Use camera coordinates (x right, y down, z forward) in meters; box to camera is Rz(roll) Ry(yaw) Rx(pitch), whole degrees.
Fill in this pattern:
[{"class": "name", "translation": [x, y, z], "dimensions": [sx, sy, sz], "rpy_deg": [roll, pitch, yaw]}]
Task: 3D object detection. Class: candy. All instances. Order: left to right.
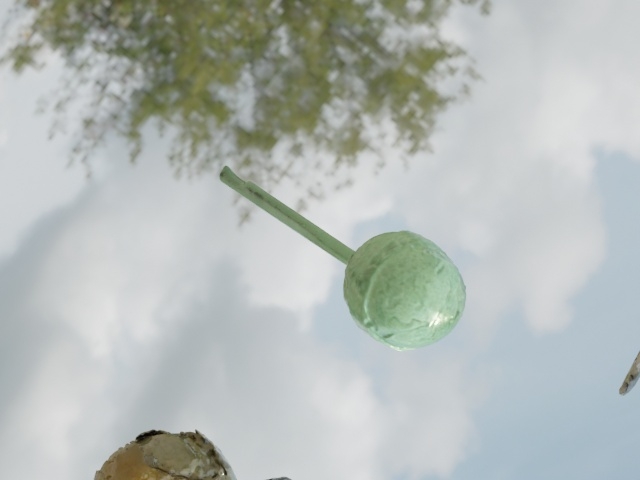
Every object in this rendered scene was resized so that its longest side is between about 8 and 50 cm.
[{"class": "candy", "translation": [0.000, 0.000, 1.511], "dimensions": [0.119, 0.119, 0.440], "rpy_deg": [-54, -141, -4]}]

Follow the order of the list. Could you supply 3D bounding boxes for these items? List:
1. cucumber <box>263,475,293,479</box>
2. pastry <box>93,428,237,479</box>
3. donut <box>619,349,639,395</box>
[{"class": "cucumber", "translation": [-0.114, 0.368, 1.857], "dimensions": [0.072, 0.072, 0.300], "rpy_deg": [-45, 162, 19]}, {"class": "pastry", "translation": [-0.147, 0.250, 1.314], "dimensions": [0.153, 0.153, 0.081], "rpy_deg": [-47, -152, 14]}, {"class": "donut", "translation": [0.347, 0.048, 0.570], "dimensions": [0.371, 0.150, 0.307], "rpy_deg": [-46, -116, 22]}]
